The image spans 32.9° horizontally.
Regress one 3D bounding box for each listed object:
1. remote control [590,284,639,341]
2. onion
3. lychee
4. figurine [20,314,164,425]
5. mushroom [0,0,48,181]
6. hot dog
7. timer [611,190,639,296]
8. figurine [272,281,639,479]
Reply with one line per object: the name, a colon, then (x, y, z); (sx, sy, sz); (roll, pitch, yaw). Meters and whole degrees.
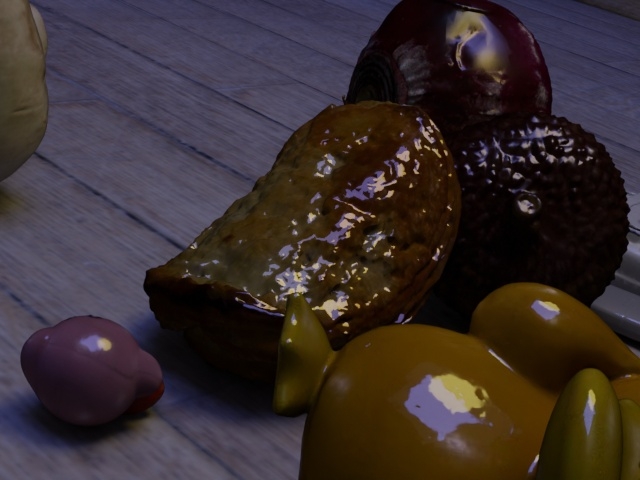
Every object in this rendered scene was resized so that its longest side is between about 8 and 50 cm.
remote control: (0.301, 0.081, 0.948); (0.261, 0.029, 0.067); (23, 25, 29)
onion: (0.165, -0.172, 1.235); (0.216, 0.206, 0.207); (1, 25, -25)
lychee: (0.163, -0.017, 0.902); (0.194, 0.194, 0.194); (11, 22, -5)
figurine: (-0.138, 0.080, 0.660); (0.083, 0.071, 0.067); (6, 64, 3)
mushroom: (-0.330, -0.168, 0.935); (0.260, 0.254, 0.234); (56, 37, -4)
hot dog: (0.000, 0.004, 0.795); (0.175, 0.114, 0.259); (13, 44, 37)
timer: (0.364, 0.023, 1.049); (0.253, 0.078, 0.178); (27, 27, 29)
figurine: (0.090, 0.122, 0.550); (0.228, 0.215, 0.215); (-2, 13, 31)
